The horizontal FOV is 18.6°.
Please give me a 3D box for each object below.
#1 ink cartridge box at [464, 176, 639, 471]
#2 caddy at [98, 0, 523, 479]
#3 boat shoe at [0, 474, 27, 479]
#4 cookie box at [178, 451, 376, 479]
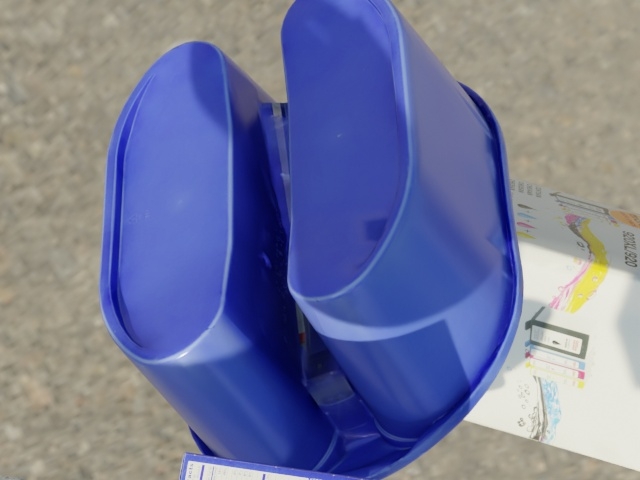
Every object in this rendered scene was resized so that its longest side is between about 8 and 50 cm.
[{"bbox_3d":[0.191,0.060,1.649,0.232,0.168,0.171,16,20,1],"label":"ink cartridge box"},{"bbox_3d":[0.000,0.000,1.247,0.179,0.241,0.341,51,27,-42],"label":"caddy"},{"bbox_3d":[-0.116,0.125,0.687,0.277,0.098,0.096,15,53,-21],"label":"boat shoe"},{"bbox_3d":[-0.009,0.142,1.006,0.092,0.107,0.040,38,61,-63],"label":"cookie box"}]
